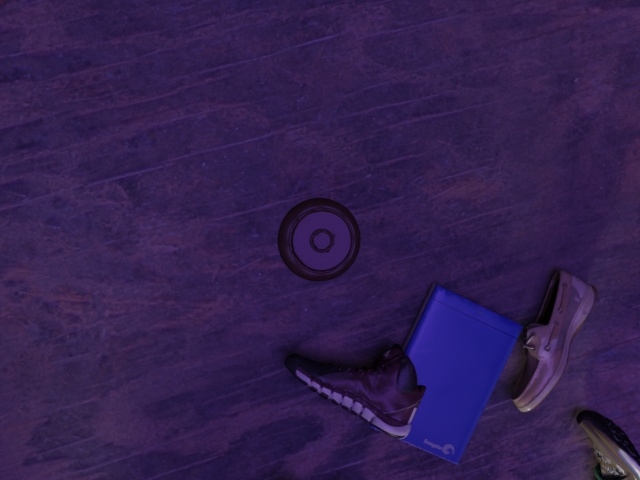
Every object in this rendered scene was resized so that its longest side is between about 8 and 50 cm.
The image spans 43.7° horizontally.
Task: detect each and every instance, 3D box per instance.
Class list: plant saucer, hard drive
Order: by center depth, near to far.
[{"bbox_3d":[0.000,0.000,1.584,0.169,0.029,0.168,-1,96,-10],"label":"plant saucer"},{"bbox_3d":[0.258,0.276,1.644,0.210,0.040,0.318,25,90,-11],"label":"hard drive"}]

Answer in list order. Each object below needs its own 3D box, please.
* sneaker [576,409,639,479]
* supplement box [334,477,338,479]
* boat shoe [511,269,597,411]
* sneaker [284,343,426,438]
[{"bbox_3d":[0.631,0.555,1.691,0.182,0.158,0.410,-31,94,11],"label":"sneaker"},{"bbox_3d":[0.051,0.524,1.598,0.036,0.098,0.062,-46,99,-7],"label":"supplement box"},{"bbox_3d":[0.460,0.205,1.644,0.098,0.109,0.302,30,83,-5],"label":"boat shoe"},{"bbox_3d":[0.081,0.257,1.575,0.281,0.106,0.162,31,85,-3],"label":"sneaker"}]
